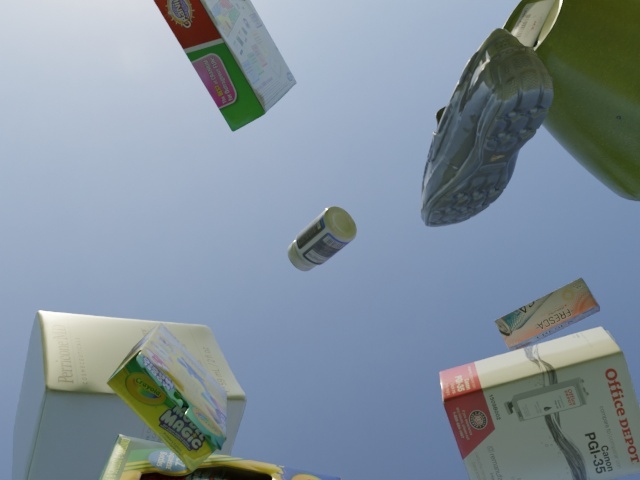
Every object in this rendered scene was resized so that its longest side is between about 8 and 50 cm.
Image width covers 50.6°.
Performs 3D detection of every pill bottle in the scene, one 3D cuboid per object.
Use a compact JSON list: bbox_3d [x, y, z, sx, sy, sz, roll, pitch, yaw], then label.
[{"bbox_3d":[0.000,0.000,1.308,0.078,0.137,0.078,25,-134,-28],"label":"pill bottle"}]

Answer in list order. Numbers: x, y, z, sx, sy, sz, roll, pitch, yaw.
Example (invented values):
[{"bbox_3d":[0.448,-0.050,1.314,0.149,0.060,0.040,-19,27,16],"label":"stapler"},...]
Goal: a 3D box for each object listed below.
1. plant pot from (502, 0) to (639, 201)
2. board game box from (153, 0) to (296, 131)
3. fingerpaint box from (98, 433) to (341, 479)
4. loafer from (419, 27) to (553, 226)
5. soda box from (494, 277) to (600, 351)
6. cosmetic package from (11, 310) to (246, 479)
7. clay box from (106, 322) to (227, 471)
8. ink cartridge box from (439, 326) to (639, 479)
[{"bbox_3d":[0.408,-0.239,0.977,0.293,0.275,0.275,23,-143,-20],"label":"plant pot"},{"bbox_3d":[-0.165,-0.355,1.086,0.064,0.317,0.242,-25,-164,20],"label":"board game box"},{"bbox_3d":[-0.141,0.458,0.882,0.370,0.163,0.445,14,-169,-7],"label":"fingerpaint box"},{"bbox_3d":[0.198,-0.129,0.880,0.112,0.319,0.112,-7,-120,-18],"label":"loafer"},{"bbox_3d":[0.429,0.142,1.281,0.183,0.058,0.063,-30,-117,15],"label":"soda box"},{"bbox_3d":[-0.419,0.379,1.437,0.393,0.328,0.329,9,-163,-28],"label":"cosmetic package"},{"bbox_3d":[-0.163,0.167,0.748,0.053,0.127,0.222,-42,-174,-4],"label":"clay box"},{"bbox_3d":[0.357,0.283,1.085,0.282,0.207,0.117,-18,-171,11],"label":"ink cartridge box"}]
